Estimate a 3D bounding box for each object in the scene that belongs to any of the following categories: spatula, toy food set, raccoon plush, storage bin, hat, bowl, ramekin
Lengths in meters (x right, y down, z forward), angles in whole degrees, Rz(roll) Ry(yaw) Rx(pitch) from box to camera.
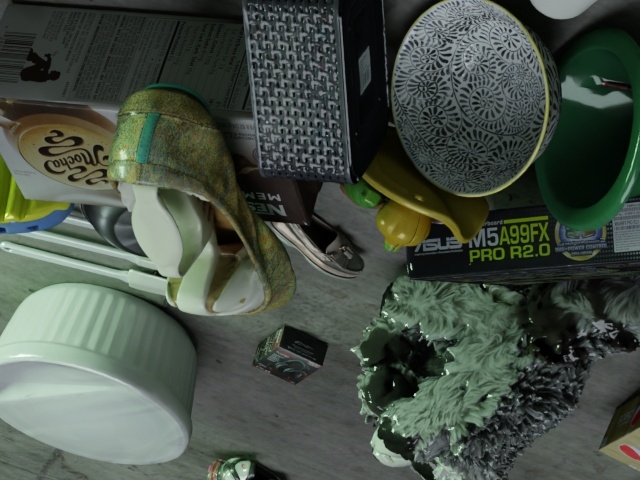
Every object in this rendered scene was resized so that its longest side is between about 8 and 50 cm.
[{"bbox_3d":[-0.253,0.004,1.977,0.242,0.019,0.168,15,155,3],"label":"spatula"},{"bbox_3d":[0.071,-0.045,1.559,0.128,0.218,0.071,18,113,-16],"label":"toy food set"},{"bbox_3d":[0.246,0.177,1.869,0.446,0.216,0.299,-4,153,29],"label":"raccoon plush"},{"bbox_3d":[0.000,-0.149,1.447,0.084,0.122,0.180,4,120,17],"label":"storage bin"},{"bbox_3d":[0.309,-0.086,1.467,0.183,0.173,0.208,5,180,-22],"label":"hat"},{"bbox_3d":[0.148,-0.124,1.484,0.170,0.170,0.080,-18,173,43],"label":"bowl"},{"bbox_3d":[-0.274,0.160,2.130,0.273,0.127,0.273,11,150,7],"label":"ramekin"}]

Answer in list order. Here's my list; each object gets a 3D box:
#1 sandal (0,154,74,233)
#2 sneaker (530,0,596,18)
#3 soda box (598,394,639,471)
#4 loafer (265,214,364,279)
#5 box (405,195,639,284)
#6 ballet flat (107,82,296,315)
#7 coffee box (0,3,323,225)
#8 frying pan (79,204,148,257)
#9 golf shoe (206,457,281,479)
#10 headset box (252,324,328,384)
[{"bbox_3d":[-0.395,-0.064,1.839,0.317,0.126,0.138,10,159,21],"label":"sandal"},{"bbox_3d":[0.210,-0.232,1.307,0.085,0.086,0.237,18,151,-7],"label":"sneaker"},{"bbox_3d":[0.375,0.209,1.945,0.061,0.058,0.181,27,162,-1],"label":"soda box"},{"bbox_3d":[0.000,0.000,1.828,0.125,0.045,0.039,33,139,-22],"label":"loafer"},{"bbox_3d":[0.245,0.002,1.606,0.270,0.060,0.216,-6,175,33],"label":"box"},{"bbox_3d":[-0.110,0.000,1.568,0.123,0.123,0.348,5,149,18],"label":"ballet flat"},{"bbox_3d":[-0.150,-0.118,1.623,0.297,0.119,0.168,6,148,15],"label":"coffee box"},{"bbox_3d":[-0.174,-0.003,1.842,0.197,0.053,0.326,7,147,-22],"label":"frying pan"},{"bbox_3d":[-0.078,0.368,2.445,0.086,0.067,0.186,-10,141,34],"label":"golf shoe"},{"bbox_3d":[-0.035,0.136,2.077,0.062,0.032,0.083,26,150,-17],"label":"headset box"}]
